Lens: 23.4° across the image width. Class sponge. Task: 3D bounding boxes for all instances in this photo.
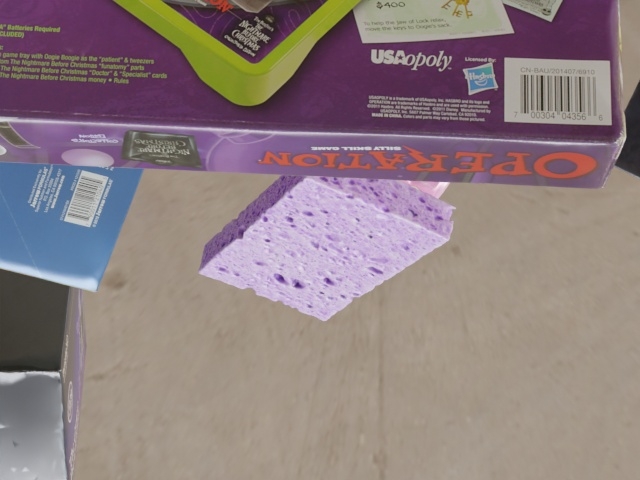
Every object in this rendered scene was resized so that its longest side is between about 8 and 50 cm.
[{"bbox_3d":[0.000,0.000,1.164,0.117,0.210,0.031,23,63,-17],"label":"sponge"}]

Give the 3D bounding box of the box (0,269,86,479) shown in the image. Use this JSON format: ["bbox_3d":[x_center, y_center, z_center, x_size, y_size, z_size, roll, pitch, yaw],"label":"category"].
[{"bbox_3d":[-0.291,0.116,1.533,0.103,0.261,0.184,-2,125,-3],"label":"box"}]

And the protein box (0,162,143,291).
[{"bbox_3d":[-0.258,-0.092,1.312,0.201,0.136,0.200,15,118,-18],"label":"protein box"}]

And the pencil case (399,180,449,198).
[{"bbox_3d":[-0.008,-0.179,1.633,0.386,0.167,0.160,25,75,-4],"label":"pencil case"}]

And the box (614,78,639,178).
[{"bbox_3d":[0.376,-0.138,1.611,0.093,0.156,0.158,27,103,14],"label":"box"}]

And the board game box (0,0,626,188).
[{"bbox_3d":[-0.066,-0.126,0.568,0.347,0.056,0.208,3,71,1],"label":"board game box"}]
